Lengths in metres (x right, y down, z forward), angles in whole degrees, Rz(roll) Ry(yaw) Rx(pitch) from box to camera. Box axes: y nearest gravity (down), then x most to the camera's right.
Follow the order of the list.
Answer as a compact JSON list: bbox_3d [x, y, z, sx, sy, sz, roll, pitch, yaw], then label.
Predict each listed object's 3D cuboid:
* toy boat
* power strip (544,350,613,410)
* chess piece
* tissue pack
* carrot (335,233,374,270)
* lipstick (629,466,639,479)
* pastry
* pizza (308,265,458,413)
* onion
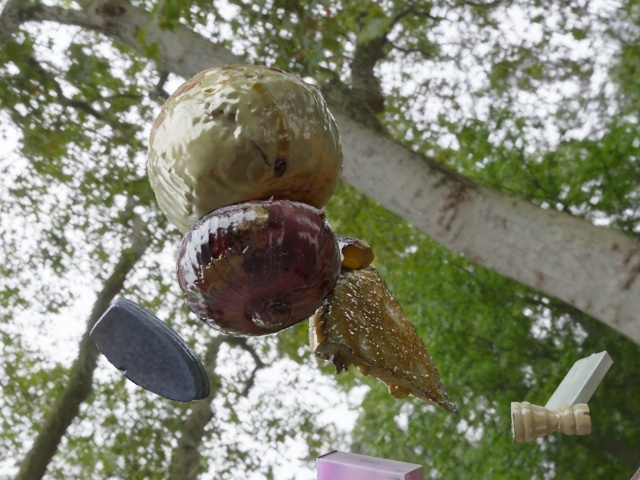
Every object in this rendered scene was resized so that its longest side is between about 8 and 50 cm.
[{"bbox_3d":[-0.347,0.239,1.731,0.127,0.283,0.078,-51,-4,4],"label":"toy boat"},{"bbox_3d":[0.667,0.402,2.193,0.106,0.043,0.367,-33,0,43],"label":"power strip"},{"bbox_3d":[0.370,0.292,1.339,0.066,0.122,0.066,-3,-90,-81],"label":"chess piece"},{"bbox_3d":[0.111,0.578,1.919,0.092,0.246,0.148,1,-91,-54],"label":"tissue pack"},{"bbox_3d":[0.000,0.000,1.839,0.066,0.314,0.066,-13,-69,-35],"label":"carrot"},{"bbox_3d":[0.528,0.508,1.480,0.356,0.057,0.057,-46,-35,-16],"label":"lipstick"},{"bbox_3d":[-0.151,-0.169,1.598,0.389,0.312,0.388,-24,-34,-18],"label":"pastry"},{"bbox_3d":[0.102,0.177,1.815,0.080,0.391,0.435,-39,-49,20],"label":"pizza"},{"bbox_3d":[-0.089,0.041,1.216,0.247,0.190,0.246,-12,-34,-9],"label":"onion"}]
